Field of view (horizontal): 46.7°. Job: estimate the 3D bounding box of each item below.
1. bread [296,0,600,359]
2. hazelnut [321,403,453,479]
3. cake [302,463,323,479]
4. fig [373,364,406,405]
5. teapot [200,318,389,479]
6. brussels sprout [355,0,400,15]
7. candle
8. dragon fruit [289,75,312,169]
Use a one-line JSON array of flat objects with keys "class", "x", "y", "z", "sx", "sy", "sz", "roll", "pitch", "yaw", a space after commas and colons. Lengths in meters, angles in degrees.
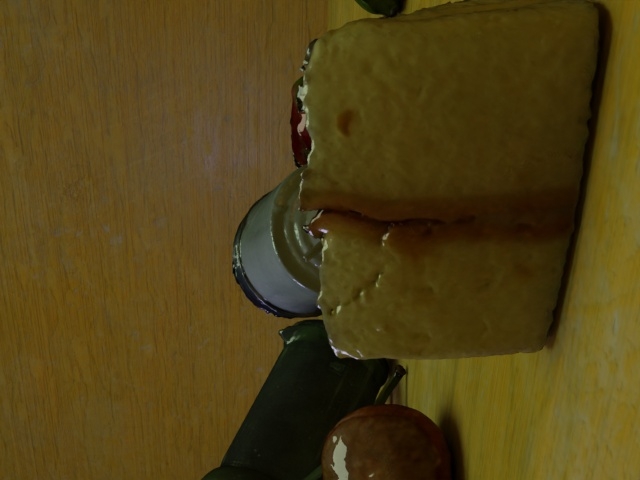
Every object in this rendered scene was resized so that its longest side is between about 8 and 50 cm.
[{"class": "bread", "x": 0.071, "y": -0.047, "z": 0.507, "sx": 0.135, "sy": 0.178, "sz": 0.240, "roll": -101, "pitch": 10, "yaw": -66}, {"class": "hazelnut", "x": 0.075, "y": 0.252, "z": 0.798, "sx": 0.150, "sy": 0.150, "sz": 0.150, "roll": 180, "pitch": 90, "yaw": -87}, {"class": "cake", "x": -0.016, "y": 0.373, "z": 0.811, "sx": 0.158, "sy": 0.172, "sz": 0.283, "roll": 49, "pitch": -164, "yaw": 9}, {"class": "fig", "x": 0.076, "y": 0.284, "z": 1.024, "sx": 0.124, "sy": 0.124, "sz": 0.236, "roll": 97, "pitch": -177, "yaw": -63}, {"class": "teapot", "x": -0.002, "y": 0.300, "z": 1.151, "sx": 0.200, "sy": 0.270, "sz": 0.337, "roll": -46, "pitch": 12, "yaw": 52}, {"class": "brussels sprout", "x": 0.080, "y": -0.414, "z": 1.137, "sx": 0.181, "sy": 0.100, "sz": 0.139, "roll": -114, "pitch": 2, "yaw": -55}, {"class": "candle", "x": 0.000, "y": 0.000, "z": 1.131, "sx": 0.342, "sy": 0.221, "sz": 0.221, "roll": 151, "pitch": 121, "yaw": -66}, {"class": "dragon fruit", "x": 0.036, "y": -0.178, "z": 1.262, "sx": 0.200, "sy": 0.198, "sz": 0.269, "roll": 14, "pitch": 106, "yaw": 60}]
